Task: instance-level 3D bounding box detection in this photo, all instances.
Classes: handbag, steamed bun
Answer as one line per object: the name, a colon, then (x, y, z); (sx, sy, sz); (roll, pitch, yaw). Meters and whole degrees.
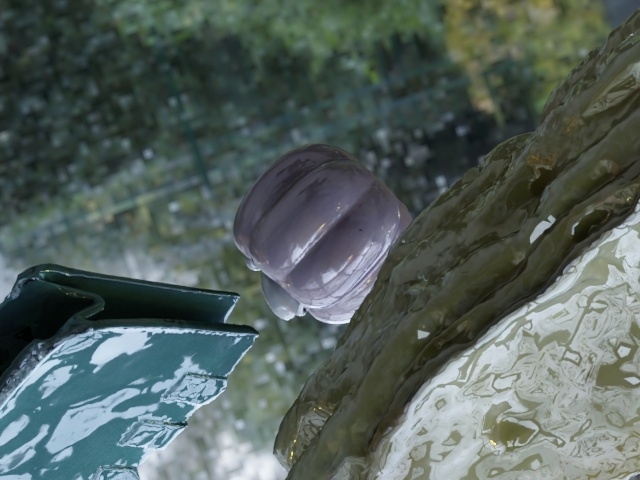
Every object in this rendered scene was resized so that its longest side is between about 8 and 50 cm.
handbag: (-0.222, 0.133, 1.615); (0.268, 0.100, 0.274); (-49, 152, 22)
steamed bun: (0.162, 0.009, 0.972); (0.428, 0.247, 0.189); (-50, -149, 25)

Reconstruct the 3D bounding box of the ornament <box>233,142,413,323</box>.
ornament: (0.000, 0.000, 1.811); (0.177, 0.177, 0.177); (-19, -173, 2)
